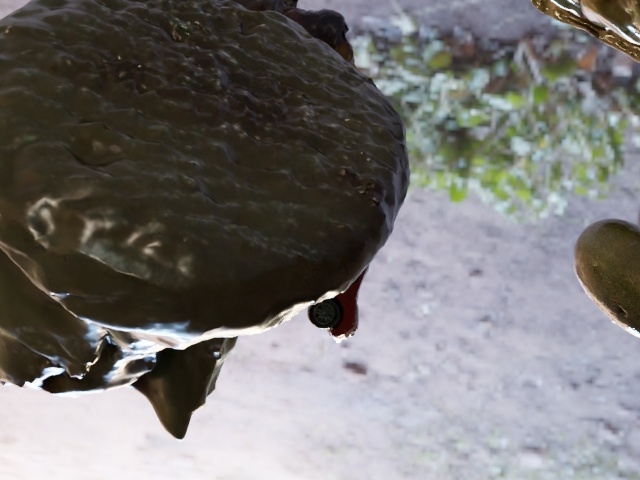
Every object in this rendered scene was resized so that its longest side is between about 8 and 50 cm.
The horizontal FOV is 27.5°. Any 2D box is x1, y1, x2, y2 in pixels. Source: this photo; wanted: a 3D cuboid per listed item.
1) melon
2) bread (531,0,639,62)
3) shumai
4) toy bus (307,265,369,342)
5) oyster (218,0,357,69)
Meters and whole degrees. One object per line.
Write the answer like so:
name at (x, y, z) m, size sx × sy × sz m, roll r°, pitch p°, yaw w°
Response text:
melon at (0.336, 0.043, 1.402) m, size 0.099 × 0.162 × 0.099 m, roll -20°, pitch 137°, yaw -19°
bread at (0.367, -0.322, 1.526) m, size 0.238 × 0.196 × 0.252 m, roll 47°, pitch 179°, yaw -38°
shumai at (-0.133, 0.001, 1.027) m, size 0.324 × 0.397 × 0.323 m, roll 31°, pitch 127°, yaw 4°
toy bus at (0.000, 0.000, 1.275) m, size 0.089 × 0.195 × 0.081 m, roll -25°, pitch 177°, yaw -2°
oyster at (-0.061, -0.204, 1.218) m, size 0.232 × 0.161 × 0.107 m, roll 34°, pitch 138°, yaw -15°
